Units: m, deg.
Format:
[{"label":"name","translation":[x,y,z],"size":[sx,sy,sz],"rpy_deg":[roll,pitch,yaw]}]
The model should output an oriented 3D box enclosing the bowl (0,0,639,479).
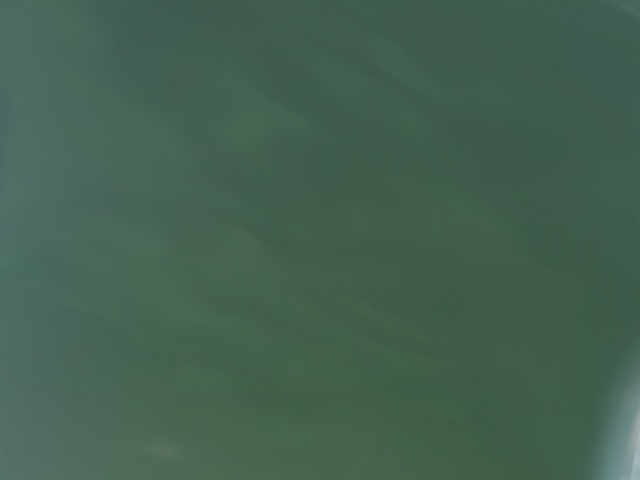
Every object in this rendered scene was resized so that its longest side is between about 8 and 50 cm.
[{"label":"bowl","translation":[0.060,0.011,0.420],"size":[0.311,0.163,0.311],"rpy_deg":[-37,138,-43]}]
